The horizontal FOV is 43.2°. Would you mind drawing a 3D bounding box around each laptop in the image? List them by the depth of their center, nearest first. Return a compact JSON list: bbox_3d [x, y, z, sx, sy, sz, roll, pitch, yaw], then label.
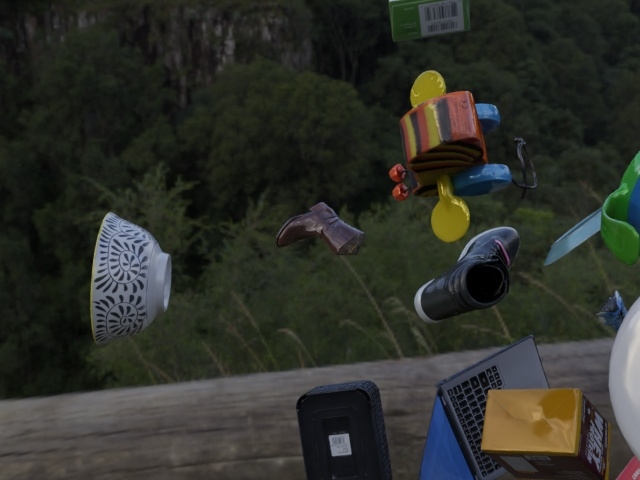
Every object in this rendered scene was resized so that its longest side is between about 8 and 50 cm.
[{"bbox_3d":[0.418,0.507,1.897,0.408,0.382,0.236,-27,32,-4],"label":"laptop"}]

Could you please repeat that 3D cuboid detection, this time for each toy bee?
[{"bbox_3d":[0.148,-0.083,0.968,0.162,0.298,0.195,-14,55,24],"label":"toy bee"}]

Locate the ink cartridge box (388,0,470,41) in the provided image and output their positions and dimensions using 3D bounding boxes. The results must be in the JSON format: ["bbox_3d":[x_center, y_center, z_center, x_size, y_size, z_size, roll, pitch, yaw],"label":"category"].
[{"bbox_3d":[0.151,-0.368,1.179,0.109,0.062,0.209,-7,38,6],"label":"ink cartridge box"}]

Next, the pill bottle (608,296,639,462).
[{"bbox_3d":[0.416,0.130,0.713,0.204,0.204,0.361,15,1,41],"label":"pill bottle"}]

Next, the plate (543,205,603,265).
[{"bbox_3d":[0.462,-0.020,1.413,0.188,0.024,0.188,-36,-7,-5],"label":"plate"}]

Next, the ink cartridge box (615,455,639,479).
[{"bbox_3d":[0.584,0.490,1.142,0.160,0.279,0.385,17,20,-45],"label":"ink cartridge box"}]

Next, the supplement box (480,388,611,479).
[{"bbox_3d":[0.458,0.396,1.627,0.191,0.194,0.129,-9,54,36],"label":"supplement box"}]

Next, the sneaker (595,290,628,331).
[{"bbox_3d":[0.609,0.152,1.637,0.073,0.063,0.162,41,4,27],"label":"sneaker"}]

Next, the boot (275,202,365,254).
[{"bbox_3d":[0.000,0.000,1.209,0.106,0.037,0.114,-39,49,-9],"label":"boot"}]

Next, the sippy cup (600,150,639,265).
[{"bbox_3d":[0.568,-0.027,1.113,0.305,0.240,0.224,-41,24,9],"label":"sippy cup"}]

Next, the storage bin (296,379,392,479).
[{"bbox_3d":[0.039,0.322,1.289,0.122,0.180,0.084,-9,-3,13],"label":"storage bin"}]

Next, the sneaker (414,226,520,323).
[{"bbox_3d":[0.318,0.055,1.501,0.296,0.104,0.147,-34,8,-33],"label":"sneaker"}]

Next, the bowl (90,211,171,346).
[{"bbox_3d":[-0.233,0.051,1.022,0.080,0.170,0.170,4,18,-5],"label":"bowl"}]
